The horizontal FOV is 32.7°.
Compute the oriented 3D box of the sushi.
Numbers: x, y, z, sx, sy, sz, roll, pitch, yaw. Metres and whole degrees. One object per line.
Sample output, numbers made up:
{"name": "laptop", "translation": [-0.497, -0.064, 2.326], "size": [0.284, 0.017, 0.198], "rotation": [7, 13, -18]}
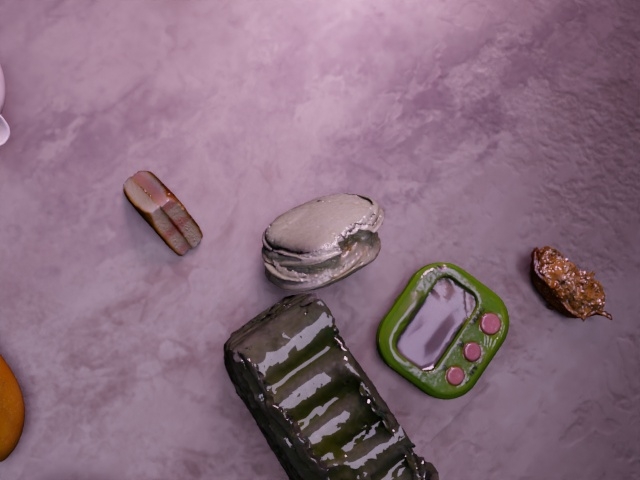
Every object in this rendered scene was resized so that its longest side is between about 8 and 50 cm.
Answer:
{"name": "sushi", "translation": [0.287, 0.053, 1.255], "size": [0.118, 0.060, 0.061], "rotation": [28, 76, -5]}

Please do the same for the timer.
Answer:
{"name": "timer", "translation": [0.138, 0.102, 1.237], "size": [0.128, 0.047, 0.140], "rotation": [36, 81, -4]}

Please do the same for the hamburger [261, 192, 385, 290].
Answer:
{"name": "hamburger", "translation": [0.000, 0.000, 1.190], "size": [0.140, 0.133, 0.062], "rotation": [-25, 115, -15]}

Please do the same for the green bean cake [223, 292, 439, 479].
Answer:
{"name": "green bean cake", "translation": [0.005, 0.178, 1.110], "size": [0.132, 0.255, 0.241], "rotation": [-32, 93, -7]}

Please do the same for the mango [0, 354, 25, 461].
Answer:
{"name": "mango", "translation": [-0.373, 0.149, 1.146], "size": [0.102, 0.085, 0.184], "rotation": [-19, 82, -10]}

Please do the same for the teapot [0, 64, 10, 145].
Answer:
{"name": "teapot", "translation": [-0.420, -0.168, 1.167], "size": [0.226, 0.092, 0.145], "rotation": [35, 78, -2]}

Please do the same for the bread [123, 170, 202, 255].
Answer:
{"name": "bread", "translation": [-0.176, -0.035, 1.202], "size": [0.043, 0.062, 0.109], "rotation": [-41, 87, -9]}
